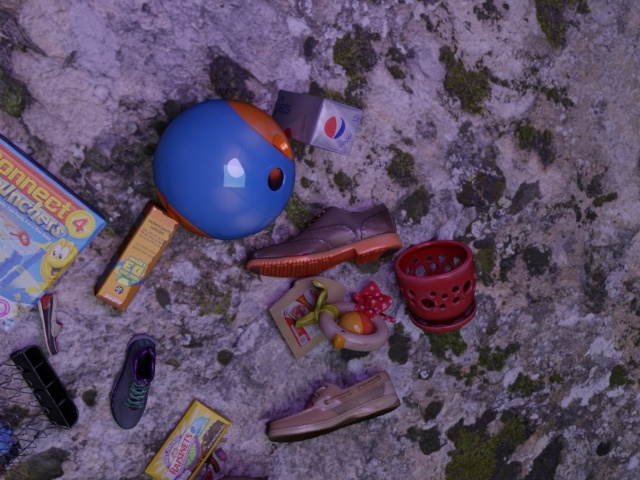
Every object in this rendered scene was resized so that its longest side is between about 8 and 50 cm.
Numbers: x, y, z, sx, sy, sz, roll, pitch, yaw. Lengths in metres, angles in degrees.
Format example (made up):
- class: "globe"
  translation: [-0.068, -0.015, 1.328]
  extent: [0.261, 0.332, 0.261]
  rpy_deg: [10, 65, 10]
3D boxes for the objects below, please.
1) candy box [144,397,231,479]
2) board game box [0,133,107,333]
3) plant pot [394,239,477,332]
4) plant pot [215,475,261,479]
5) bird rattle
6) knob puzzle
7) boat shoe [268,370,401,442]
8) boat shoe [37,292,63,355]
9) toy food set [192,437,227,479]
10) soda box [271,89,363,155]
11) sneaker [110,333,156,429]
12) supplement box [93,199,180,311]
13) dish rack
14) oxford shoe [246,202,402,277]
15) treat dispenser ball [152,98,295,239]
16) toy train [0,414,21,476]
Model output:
- class: "candy box"
  translation: [-0.310, 0.482, 1.840]
  extent: [0.105, 0.027, 0.205]
  rpy_deg: [35, 89, -9]
- class: "board game box"
  translation: [-0.646, -0.024, 1.567]
  extent: [0.308, 0.086, 0.302]
  rpy_deg: [42, 87, -24]
- class: "plant pot"
  translation: [0.287, 0.113, 1.908]
  extent: [0.191, 0.191, 0.174]
  rpy_deg: [-23, 118, -14]
- class: "plant pot"
  translation: [-0.205, 0.667, 1.846]
  extent: [0.284, 0.191, 0.283]
  rpy_deg: [-5, 105, -20]
- class: "bird rattle"
  translation: [0.073, 0.192, 1.822]
  extent: [0.254, 0.207, 0.143]
  rpy_deg: [13, 116, -29]
- class: "knob puzzle"
  translation: [-0.022, 0.164, 1.880]
  extent: [0.213, 0.030, 0.213]
  rpy_deg: [-12, 112, -32]
- class: "boat shoe"
  translation: [0.024, 0.408, 1.926]
  extent: [0.341, 0.121, 0.110]
  rpy_deg: [-12, 70, -21]
- class: "boat shoe"
  translation: [-0.570, 0.178, 1.669]
  extent: [0.043, 0.049, 0.136]
  rpy_deg: [-11, 102, -21]
- class: "toy food set"
  translation: [-0.264, 0.531, 1.884]
  extent: [0.078, 0.019, 0.122]
  rpy_deg: [14, 97, -23]
- class: "soda box"
  translation: [-0.017, -0.250, 1.643]
  extent: [0.091, 0.286, 0.098]
  rpy_deg: [14, 99, -24]
- class: "sneaker"
  translation: [-0.412, 0.324, 1.734]
  extent: [0.083, 0.098, 0.223]
  rpy_deg: [8, 99, -22]
- class: "supplement box"
  translation: [-0.392, 0.033, 1.684]
  extent: [0.078, 0.080, 0.233]
  rpy_deg: [32, 92, -22]
- class: "dish rack"
  translation: [-0.647, 0.369, 1.603]
  extent: [0.271, 0.074, 0.208]
  rpy_deg: [-47, 120, -47]
- class: "oxford shoe"
  translation: [0.000, 0.000, 1.824]
  extent: [0.364, 0.130, 0.132]
  rpy_deg: [-11, 74, -11]
- class: "treat dispenser ball"
  translation: [-0.195, -0.143, 1.600]
  extent: [0.288, 0.288, 0.287]
  rpy_deg: [-5, 104, -20]
- class: "toy train"
  translation: [-0.709, 0.419, 1.657]
  extent: [0.105, 0.080, 0.184]
  rpy_deg: [-30, 111, -18]
